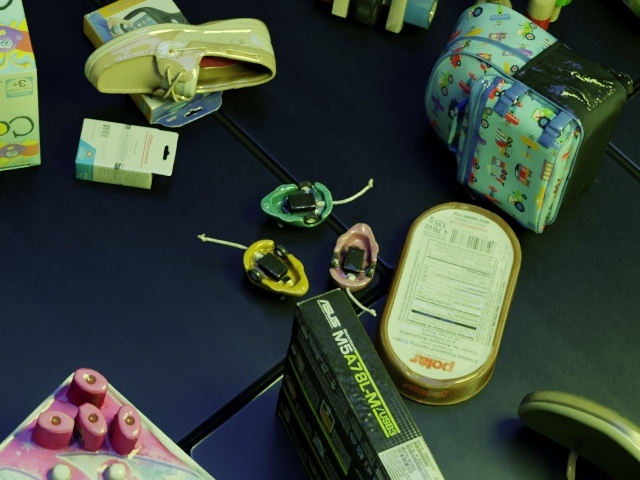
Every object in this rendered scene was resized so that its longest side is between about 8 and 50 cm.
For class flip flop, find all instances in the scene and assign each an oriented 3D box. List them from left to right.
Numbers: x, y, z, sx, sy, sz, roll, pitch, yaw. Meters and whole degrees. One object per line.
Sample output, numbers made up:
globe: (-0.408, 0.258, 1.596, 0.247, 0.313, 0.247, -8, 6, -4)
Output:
flip flop: (0.257, 0.222, 1.539, 0.080, 0.112, 0.277, -42, 77, -12)

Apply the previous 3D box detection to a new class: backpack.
backpack: (0.162, -0.113, 1.690, 0.173, 0.158, 0.117, 38, 54, 18)

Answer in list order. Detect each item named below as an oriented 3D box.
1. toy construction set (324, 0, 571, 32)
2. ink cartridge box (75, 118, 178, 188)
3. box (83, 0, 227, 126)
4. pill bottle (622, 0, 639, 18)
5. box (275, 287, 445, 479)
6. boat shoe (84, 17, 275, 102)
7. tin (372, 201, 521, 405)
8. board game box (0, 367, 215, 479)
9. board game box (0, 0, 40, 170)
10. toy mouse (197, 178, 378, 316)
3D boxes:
toy construction set: (0.115, -0.322, 1.764, 0.257, 0.237, 0.309, -37, 70, -25)
ink cartridge box: (-0.169, -0.074, 1.698, 0.083, 0.028, 0.048, 8, 58, -2)
box: (-0.145, -0.164, 1.758, 0.081, 0.028, 0.136, -28, 64, -22)
pill bottle: (0.290, -0.323, 1.847, 0.136, 0.136, 0.245, -30, 67, -23)
box: (0.029, 0.160, 1.490, 0.045, 0.184, 0.190, -20, 63, -16)
boat shoe: (-0.118, -0.152, 1.701, 0.170, 0.063, 0.059, -13, 56, -16)
tin: (0.108, 0.050, 1.656, 0.106, 0.040, 0.189, 14, 58, 6)
board game box: (-0.157, 0.341, 1.387, 0.390, 0.050, 0.390, 41, 65, 7)
board game box: (-0.336, -0.205, 1.690, 0.144, 0.142, 0.275, -10, 60, -13)
toy mouse: (0.000, 0.000, 1.673, 0.161, 0.031, 0.143, 34, 61, 13)
